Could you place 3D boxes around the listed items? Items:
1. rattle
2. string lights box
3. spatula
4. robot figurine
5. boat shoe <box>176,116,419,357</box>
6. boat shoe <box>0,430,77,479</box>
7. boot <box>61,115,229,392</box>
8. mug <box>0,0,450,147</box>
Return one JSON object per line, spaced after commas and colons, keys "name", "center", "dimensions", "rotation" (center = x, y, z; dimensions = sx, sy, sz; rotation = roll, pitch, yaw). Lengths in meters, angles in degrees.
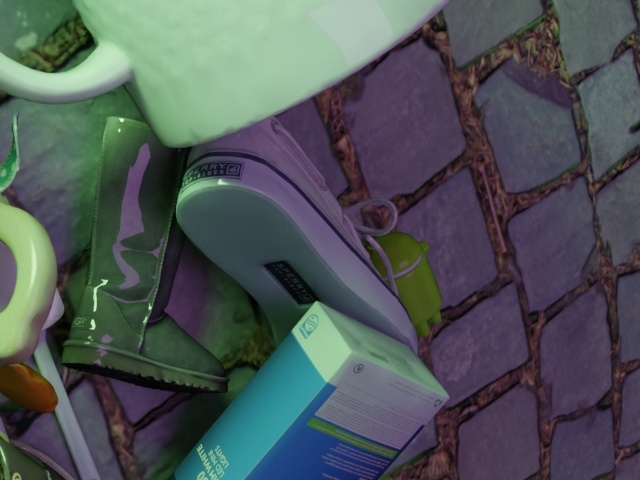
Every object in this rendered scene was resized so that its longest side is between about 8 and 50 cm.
{"name": "rattle", "center": [-0.227, 0.012, 0.947], "dimensions": [0.143, 0.130, 0.199], "rotation": [25, 51, -47]}
{"name": "string lights box", "center": [-0.026, 0.189, 1.083], "dimensions": [0.133, 0.077, 0.259], "rotation": [29, 106, -41]}
{"name": "spatula", "center": [-0.256, 0.131, 0.987], "dimensions": [0.168, 0.019, 0.242], "rotation": [-33, 115, -37]}
{"name": "robot figurine", "center": [0.080, 0.041, 1.259], "dimensions": [0.101, 0.067, 0.115], "rotation": [-45, 122, -38]}
{"name": "boat shoe", "center": [-0.009, 0.001, 1.136], "dimensions": [0.367, 0.136, 0.156], "rotation": [50, 37, -44]}
{"name": "boat shoe", "center": [-0.267, 0.181, 0.913], "dimensions": [0.324, 0.097, 0.116], "rotation": [43, 72, -33]}
{"name": "boot", "center": [-0.131, 0.018, 1.067], "dimensions": [0.190, 0.076, 0.208], "rotation": [28, 64, -52]}
{"name": "mug", "center": [-0.123, -0.252, 0.924], "dimensions": [0.374, 0.276, 0.328], "rotation": [-36, 109, -16]}
